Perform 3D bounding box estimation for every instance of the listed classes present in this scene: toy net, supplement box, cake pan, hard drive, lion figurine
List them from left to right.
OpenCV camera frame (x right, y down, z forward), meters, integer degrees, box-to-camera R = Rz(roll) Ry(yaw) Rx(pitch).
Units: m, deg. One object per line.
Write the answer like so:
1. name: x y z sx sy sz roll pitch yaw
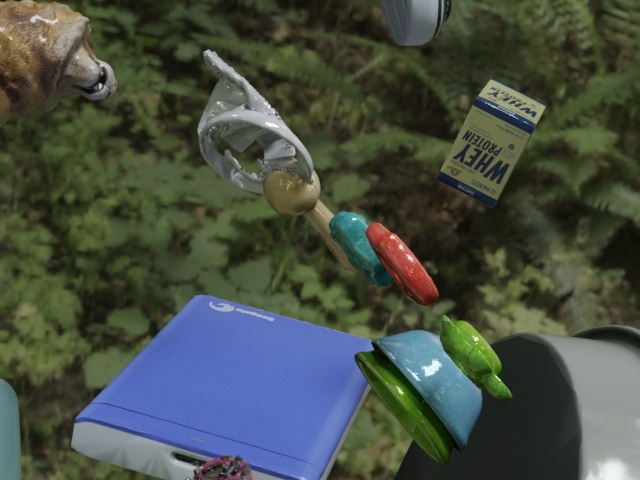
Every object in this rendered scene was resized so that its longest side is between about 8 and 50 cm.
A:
1. lion figurine: -0.366 -0.080 1.218 0.142 0.392 0.240 48 -1 -2
2. hard drive: -0.072 0.142 1.247 0.210 0.040 0.319 15 19 9
3. toy net: 0.000 0.000 0.628 0.045 0.122 0.232 -38 76 -5
4. supplement box: 0.149 -0.086 1.159 0.056 0.083 0.083 27 24 6
5. cake pan: 0.089 0.174 0.683 0.054 0.293 0.293 21 38 -13

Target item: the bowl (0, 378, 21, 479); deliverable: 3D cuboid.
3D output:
1. bowl: -0.352 0.242 1.000 0.311 0.311 0.163 -12 65 -30

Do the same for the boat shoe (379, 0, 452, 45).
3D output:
1. boat shoe: 0.122 -0.366 1.428 0.119 0.121 0.335 2 73 -15

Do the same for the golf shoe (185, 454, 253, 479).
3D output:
1. golf shoe: -0.056 0.234 0.954 0.067 0.086 0.186 -22 24 7
